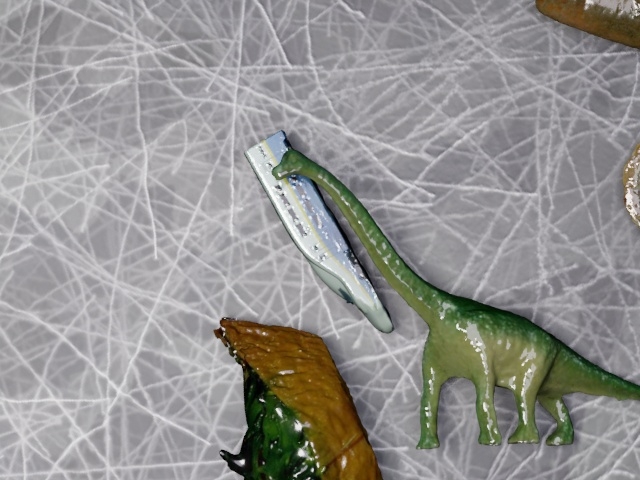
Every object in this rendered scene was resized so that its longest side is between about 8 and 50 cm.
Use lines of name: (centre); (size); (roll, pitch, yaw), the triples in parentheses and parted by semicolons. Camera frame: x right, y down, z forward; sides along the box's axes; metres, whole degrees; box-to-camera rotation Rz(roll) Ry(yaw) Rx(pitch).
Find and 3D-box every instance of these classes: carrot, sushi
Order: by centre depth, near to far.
sushi: (-0.023, 0.205, 1.577); (0.140, 0.149, 0.287); (-22, 93, 0)
carrot: (0.386, -0.209, 1.670); (0.342, 0.070, 0.070); (21, 85, -3)

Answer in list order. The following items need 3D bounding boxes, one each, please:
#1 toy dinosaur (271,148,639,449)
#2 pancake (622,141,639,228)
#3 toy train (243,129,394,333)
toy dinosaur: (0.168, 0.059, 1.627); (0.447, 0.087, 0.300); (0, 79, -21)
pancake: (0.391, -0.055, 1.678); (0.158, 0.028, 0.158); (0, 90, -3)
toy train: (0.000, 0.000, 1.642); (0.051, 0.052, 0.233); (-29, 89, -1)
